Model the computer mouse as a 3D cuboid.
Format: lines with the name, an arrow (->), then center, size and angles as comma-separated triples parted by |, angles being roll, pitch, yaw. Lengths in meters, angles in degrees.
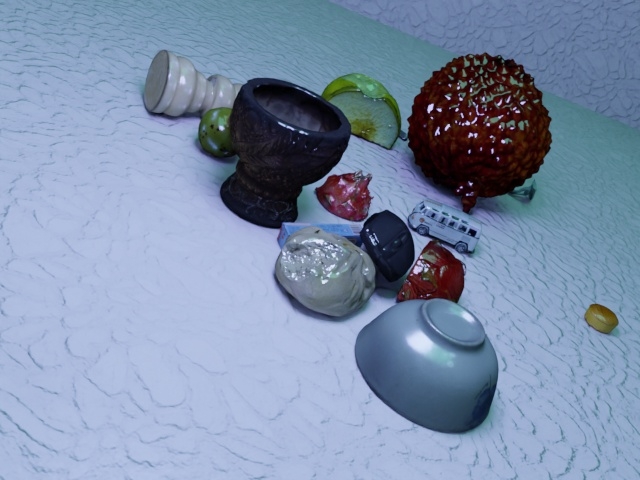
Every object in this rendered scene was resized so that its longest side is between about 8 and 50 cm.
computer mouse -> 0.159, -0.002, 1.619 | 0.138, 0.086, 0.270 | 57, 13, -6

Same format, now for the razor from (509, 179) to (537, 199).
razor -> 0.581, -0.211, 2.396 | 0.277, 0.056, 0.111 | 27, -8, 15

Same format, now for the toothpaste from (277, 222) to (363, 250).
toothpaste -> 0.000, 0.000, 1.609 | 0.193, 0.070, 0.044 | 1, 43, -25

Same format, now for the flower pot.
flower pot -> -0.095, -0.187, 1.620 | 0.266, 0.267, 0.267 | 18, 32, -12

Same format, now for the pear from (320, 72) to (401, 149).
pear -> 0.138, -0.440, 2.313 | 0.292, 0.159, 0.292 | 19, 27, -10

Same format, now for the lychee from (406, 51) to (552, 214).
lychee -> 0.466, -0.309, 2.128 | 0.424, 0.424, 0.500 | 12, 71, -22

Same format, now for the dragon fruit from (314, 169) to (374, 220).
dragon fruit -> 0.071, -0.135, 1.825 | 0.153, 0.111, 0.153 | 20, 26, -10

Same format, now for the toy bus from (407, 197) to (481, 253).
toy bus -> 0.330, -0.044, 1.895 | 0.193, 0.089, 0.087 | 24, 29, -2

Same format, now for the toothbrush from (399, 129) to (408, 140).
toothbrush -> 0.189, -0.428, 2.458 | 0.030, 0.031, 0.297 | -34, 63, -28

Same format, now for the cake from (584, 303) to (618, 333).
cake -> 0.722, 0.199, 1.854 | 0.084, 0.044, 0.084 | 17, 31, -11

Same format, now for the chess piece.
chess piece -> -0.299, -0.380, 1.908 | 0.299, 0.167, 0.167 | 12, 32, -35

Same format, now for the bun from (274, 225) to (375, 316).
bun -> 0.017, 0.050, 1.479 | 0.210, 0.116, 0.237 | 34, 28, 12

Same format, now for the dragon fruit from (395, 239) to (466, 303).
dragon fruit -> 0.251, 0.089, 1.596 | 0.120, 0.127, 0.161 | 28, 27, 18

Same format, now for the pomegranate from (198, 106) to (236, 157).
pomegranate -> -0.225, -0.278, 1.778 | 0.129, 0.159, 0.129 | 41, 29, -29

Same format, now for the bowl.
bowl -> 0.223, 0.204, 1.364 | 0.289, 0.146, 0.289 | 19, 31, -12
